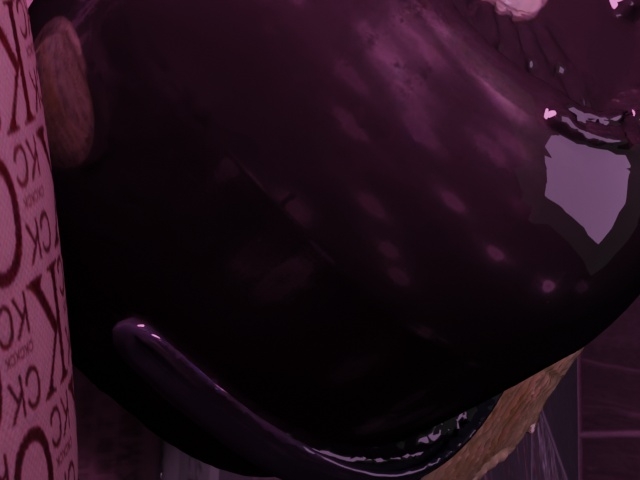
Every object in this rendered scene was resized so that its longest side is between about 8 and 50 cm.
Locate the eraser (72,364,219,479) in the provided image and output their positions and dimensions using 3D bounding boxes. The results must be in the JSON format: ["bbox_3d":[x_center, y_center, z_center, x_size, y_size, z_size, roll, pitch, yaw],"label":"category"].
[{"bbox_3d":[-0.082,0.112,0.713,0.089,0.061,0.352,50,40,-68],"label":"eraser"}]

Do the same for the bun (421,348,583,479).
[{"bbox_3d":[0.089,0.069,1.179,0.259,0.152,0.259,-42,156,-24],"label":"bun"}]

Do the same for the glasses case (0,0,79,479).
[{"bbox_3d":[-0.130,0.009,0.488,0.137,0.085,0.355,-35,120,-73],"label":"glasses case"}]

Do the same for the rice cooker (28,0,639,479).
[{"bbox_3d":[0.014,-0.049,0.631,0.267,0.224,0.267,24,48,-29],"label":"rice cooker"}]
